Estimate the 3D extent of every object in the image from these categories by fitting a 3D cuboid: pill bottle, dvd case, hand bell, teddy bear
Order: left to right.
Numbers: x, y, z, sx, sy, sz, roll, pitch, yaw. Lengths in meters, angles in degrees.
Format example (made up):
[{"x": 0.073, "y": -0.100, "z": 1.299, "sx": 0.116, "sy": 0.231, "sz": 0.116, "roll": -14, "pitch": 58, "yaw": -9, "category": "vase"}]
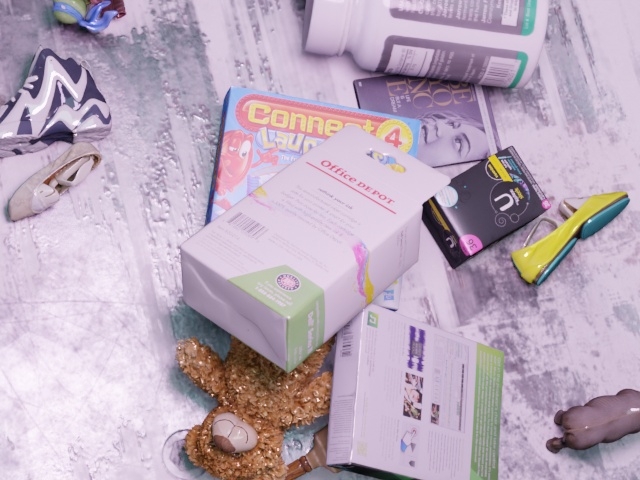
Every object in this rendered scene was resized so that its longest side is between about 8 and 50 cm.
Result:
[{"x": -0.078, "y": 0.187, "z": 1.842, "sx": 0.245, "sy": 0.113, "sz": 0.338, "roll": 41, "pitch": 83, "yaw": -4, "category": "teddy bear"}, {"x": -0.029, "y": 0.334, "z": 1.894, "sx": 0.242, "sy": 0.126, "sz": 0.126, "roll": -28, "pitch": 83, "yaw": -3, "category": "hand bell"}, {"x": 0.161, "y": -0.360, "z": 2.033, "sx": 0.361, "sy": 0.204, "sz": 0.204, "roll": 7, "pitch": 75, "yaw": -6, "category": "pill bottle"}, {"x": 0.176, "y": -0.198, "z": 2.096, "sx": 0.221, "sy": 0.018, "sz": 0.164, "roll": -9, "pitch": 78, "yaw": -14, "category": "dvd case"}]

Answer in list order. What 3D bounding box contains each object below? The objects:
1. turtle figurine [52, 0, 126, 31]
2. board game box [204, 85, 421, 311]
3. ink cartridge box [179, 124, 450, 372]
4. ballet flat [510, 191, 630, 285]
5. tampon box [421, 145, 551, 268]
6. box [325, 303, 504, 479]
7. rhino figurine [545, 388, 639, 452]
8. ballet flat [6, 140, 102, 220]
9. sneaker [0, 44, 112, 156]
[{"x": -0.377, "y": -0.486, "z": 1.965, "sx": 0.274, "sy": 0.198, "sz": 0.266, "roll": 32, "pitch": 68, "yaw": -6, "category": "turtle figurine"}, {"x": -0.016, "y": -0.058, "z": 1.976, "sx": 0.308, "sy": 0.086, "sz": 0.302, "roll": 9, "pitch": 79, "yaw": -9, "category": "board game box"}, {"x": 0.000, "y": 0.000, "z": 1.794, "sx": 0.207, "sy": 0.119, "sz": 0.353, "roll": 32, "pitch": 53, "yaw": 28, "category": "ink cartridge box"}, {"x": 0.397, "y": -0.023, "z": 2.072, "sx": 0.231, "sy": 0.077, "sz": 0.077, "roll": -40, "pitch": 70, "yaw": -16, "category": "ballet flat"}, {"x": 0.255, "y": -0.052, "z": 2.031, "sx": 0.161, "sy": 0.101, "sz": 0.120, "roll": -30, "pitch": 83, "yaw": -16, "category": "tampon box"}, {"x": 0.145, "y": 0.240, "z": 1.872, "sx": 0.322, "sy": 0.058, "sz": 0.232, "roll": 22, "pitch": 66, "yaw": -39, "category": "box"}, {"x": 0.470, "y": 0.267, "z": 1.992, "sx": 0.243, "sy": 0.106, "sz": 0.073, "roll": -16, "pitch": 80, "yaw": -15, "category": "rhino figurine"}, {"x": -0.397, "y": -0.087, "z": 1.928, "sx": 0.052, "sy": 0.057, "sz": 0.168, "roll": 30, "pitch": 68, "yaw": 35, "category": "ballet flat"}, {"x": -0.441, "y": -0.217, "z": 1.938, "sx": 0.235, "sy": 0.094, "sz": 0.153, "roll": -12, "pitch": 77, "yaw": -14, "category": "sneaker"}]
